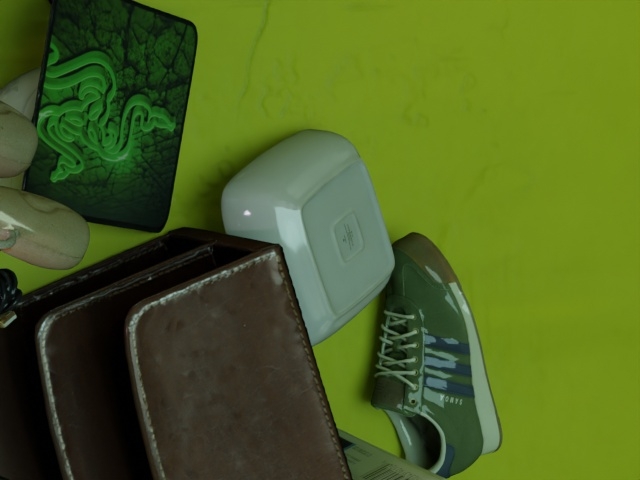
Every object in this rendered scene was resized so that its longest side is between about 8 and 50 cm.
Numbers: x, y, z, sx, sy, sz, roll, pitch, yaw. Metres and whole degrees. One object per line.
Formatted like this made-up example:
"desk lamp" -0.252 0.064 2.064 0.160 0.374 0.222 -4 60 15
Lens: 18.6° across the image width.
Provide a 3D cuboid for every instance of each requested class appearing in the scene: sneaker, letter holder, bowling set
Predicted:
"sneaker" 0.074 0.097 1.470 0.086 0.064 0.192 -31 113 -29
"letter holder" -0.106 0.172 1.324 0.214 0.152 0.301 -24 106 -25
"bowling set" -0.276 -0.028 1.186 0.154 0.287 0.200 21 112 -37

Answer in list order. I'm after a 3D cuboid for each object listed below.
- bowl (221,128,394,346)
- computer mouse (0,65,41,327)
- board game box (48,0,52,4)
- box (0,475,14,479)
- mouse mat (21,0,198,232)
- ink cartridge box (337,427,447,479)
"bowl" 0.000 0.000 1.397 0.142 0.053 0.142 -37 117 -48
"computer mouse" -0.213 -0.034 1.280 0.042 0.106 0.193 25 73 -37
"board game box" -0.103 -0.210 1.269 0.126 0.186 0.026 -35 96 -24
"box" -0.316 0.189 1.193 0.233 0.159 0.044 -16 102 -28
"mouse mat" -0.136 -0.086 1.305 0.190 0.007 0.152 9 90 -64
"ink cartridge box" 0.056 0.247 1.394 0.045 0.206 0.208 -23 105 -21
